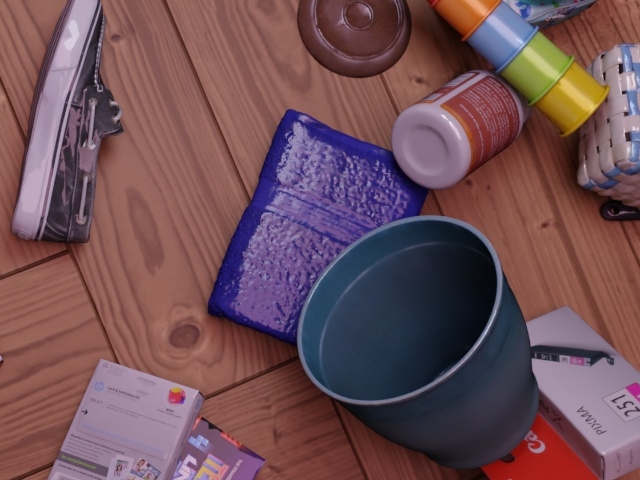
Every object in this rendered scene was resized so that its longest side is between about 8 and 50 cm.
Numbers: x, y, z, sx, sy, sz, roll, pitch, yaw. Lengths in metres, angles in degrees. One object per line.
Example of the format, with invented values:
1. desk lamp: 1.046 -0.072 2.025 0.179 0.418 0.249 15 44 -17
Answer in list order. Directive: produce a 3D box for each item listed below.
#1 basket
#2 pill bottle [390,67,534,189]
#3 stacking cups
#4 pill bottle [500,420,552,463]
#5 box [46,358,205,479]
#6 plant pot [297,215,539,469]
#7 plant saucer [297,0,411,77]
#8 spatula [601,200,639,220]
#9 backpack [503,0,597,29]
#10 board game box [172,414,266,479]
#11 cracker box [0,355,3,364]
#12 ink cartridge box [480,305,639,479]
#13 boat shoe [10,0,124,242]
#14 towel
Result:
1. basket: 0.510 -0.151 1.881 0.289 0.201 0.254 6 72 -25
2. pill bottle: 0.201 -0.161 1.827 0.216 0.121 0.121 -34 89 -44
3. stacking cups: 0.243 -0.277 1.782 0.316 0.096 0.096 43 75 -6
4. pill bottle: 0.332 0.328 1.818 0.108 0.108 0.180 -36 90 -15
5. box: -0.249 0.259 1.700 0.145 0.038 0.186 16 72 16
6. plant pot: 0.150 0.150 1.691 0.271 0.272 0.255 -53 134 -15
7. plant saucer: 0.052 -0.316 1.899 0.168 0.029 0.168 2 81 -13
8. spatula: 0.553 -0.046 1.965 0.296 0.030 0.084 0 80 -12
9. backpack: 0.282 -0.405 1.890 0.253 0.191 0.225 -22 87 -10
10. board game box: -0.175 0.317 1.738 0.141 0.048 0.170 34 76 -4
11. cracker box: -0.527 0.098 1.685 0.156 0.067 0.232 -32 88 -14
12. ink cartridge box: 0.298 0.216 1.759 0.239 0.275 0.060 -21 127 -16
13. boat shoe: -0.318 -0.157 1.759 0.119 0.121 0.335 13 89 -18
14. towel: 0.000 0.000 1.818 0.228 0.076 0.308 23 75 -5
